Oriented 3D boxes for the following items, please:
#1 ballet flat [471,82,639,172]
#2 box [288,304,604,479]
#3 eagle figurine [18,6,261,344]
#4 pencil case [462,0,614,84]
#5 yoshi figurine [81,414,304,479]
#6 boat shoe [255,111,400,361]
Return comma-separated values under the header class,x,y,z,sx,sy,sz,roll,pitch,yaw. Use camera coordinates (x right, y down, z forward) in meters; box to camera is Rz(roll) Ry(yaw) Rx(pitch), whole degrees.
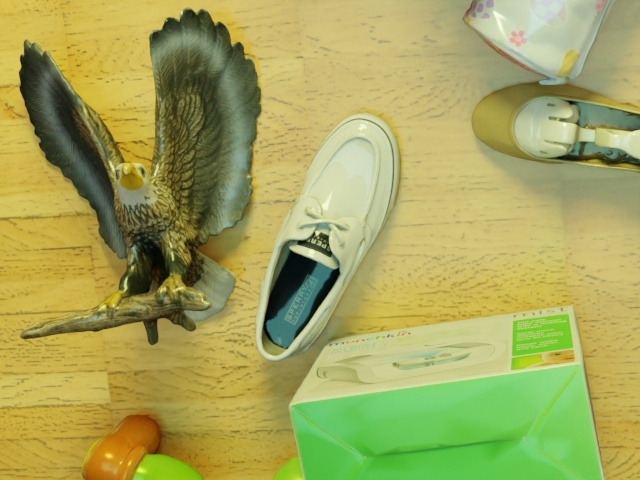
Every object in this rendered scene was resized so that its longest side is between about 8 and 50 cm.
class,x,y,z,sx,sy,sz,roll,pitch,yaw
ballet flat,0.260,-0.106,1.172,0.232,0.073,0.080,7,101,9
box,0.126,0.162,1.165,0.262,0.231,0.126,-9,99,12
eagle figurine,-0.176,-0.059,1.225,0.226,0.225,0.298,5,67,-30
pencil case,0.246,-0.280,1.121,0.124,0.113,0.273,32,105,0
yoshi figurine,-0.072,0.322,1.290,0.362,0.203,0.203,23,63,19
boat shoe,0.000,0.000,1.230,0.096,0.088,0.267,29,104,4
